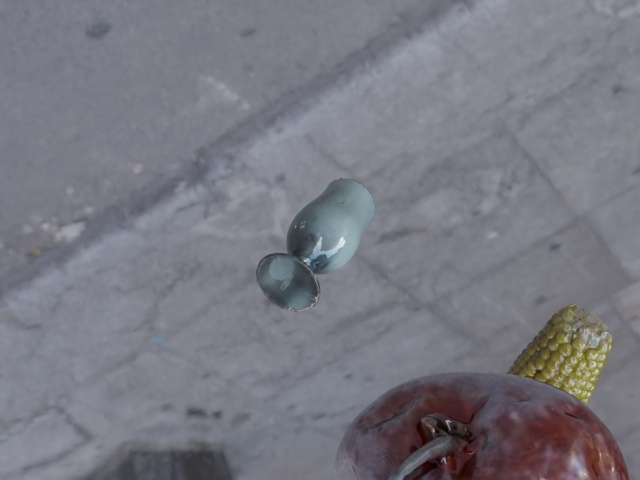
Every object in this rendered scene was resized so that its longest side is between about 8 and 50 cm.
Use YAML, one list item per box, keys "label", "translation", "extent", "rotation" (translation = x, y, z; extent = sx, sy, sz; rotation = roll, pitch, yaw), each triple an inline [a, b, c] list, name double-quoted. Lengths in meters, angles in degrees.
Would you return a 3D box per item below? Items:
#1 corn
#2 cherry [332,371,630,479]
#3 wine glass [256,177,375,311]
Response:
- label: "corn"
  translation: [0.303, 0.250, 1.790]
  extent: [0.130, 0.130, 0.347]
  rotation: [6, 122, -39]
- label: "cherry"
  translation: [0.169, 0.301, 1.369]
  extent: [0.326, 0.291, 0.335]
  rotation: [19, 134, 11]
- label: "wine glass"
  translation: [0.000, 0.000, 1.610]
  extent: [0.093, 0.093, 0.202]
  rotation: [-53, -179, 41]
